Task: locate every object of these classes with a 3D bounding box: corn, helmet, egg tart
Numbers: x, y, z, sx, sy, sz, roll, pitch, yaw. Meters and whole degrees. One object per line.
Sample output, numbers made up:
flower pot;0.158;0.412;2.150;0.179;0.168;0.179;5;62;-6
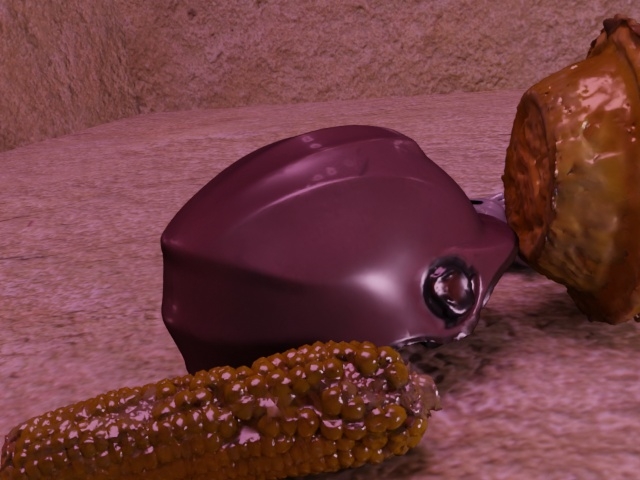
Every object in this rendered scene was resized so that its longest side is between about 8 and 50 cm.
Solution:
corn;-0.071;0.138;0.675;0.320;0.097;0.097;-11;16;-2
helmet;0.000;0.000;0.835;0.338;0.197;0.271;-35;23;-14
egg tart;0.245;-0.061;0.848;0.118;0.288;0.288;2;15;-3

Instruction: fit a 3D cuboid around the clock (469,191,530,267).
clock;0.199;-0.003;1.048;0.176;0.080;0.117;-10;16;-12
